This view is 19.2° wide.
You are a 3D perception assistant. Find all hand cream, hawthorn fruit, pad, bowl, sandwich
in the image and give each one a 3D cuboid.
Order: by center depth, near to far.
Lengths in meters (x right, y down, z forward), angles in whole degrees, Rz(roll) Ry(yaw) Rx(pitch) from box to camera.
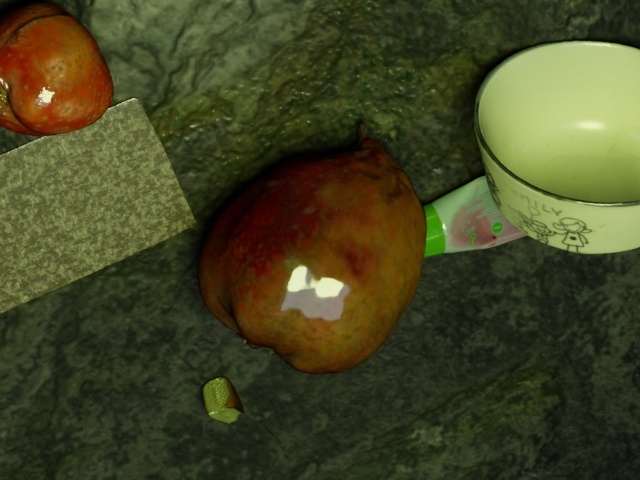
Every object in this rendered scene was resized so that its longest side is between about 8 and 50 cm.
[{"bbox_3d":[-0.245,-0.146,1.670,0.128,0.128,0.128,-7,120,-13],"label":"hawthorn fruit"},{"bbox_3d":[0.000,0.000,1.803,0.208,0.208,0.248,27,83,-28],"label":"hawthorn fruit"},{"bbox_3d":[-0.251,-0.029,1.808,0.235,0.003,0.158,-24,122,-3],"label":"pad"},{"bbox_3d":[0.261,-0.073,1.822,0.237,0.238,0.126,-11,135,-11],"label":"bowl"},{"bbox_3d":[0.209,-0.043,1.923,0.275,0.050,0.079,-18,147,-13],"label":"hand cream"},{"bbox_3d":[-0.101,0.162,1.939,0.031,0.083,0.044,-23,78,2],"label":"sandwich"}]
